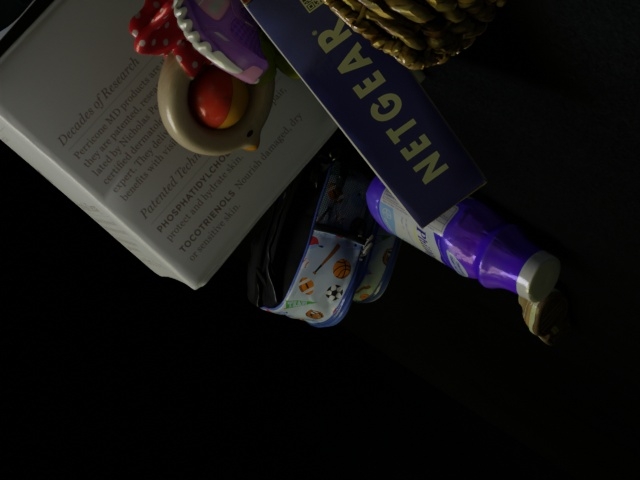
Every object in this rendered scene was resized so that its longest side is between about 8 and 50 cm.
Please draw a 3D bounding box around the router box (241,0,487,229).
[{"bbox_3d":[-0.002,-0.209,1.251,0.335,0.082,0.301,48,-172,-45],"label":"router box"}]

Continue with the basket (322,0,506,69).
[{"bbox_3d":[0.041,-0.298,0.928,0.299,0.223,0.213,37,-156,9],"label":"basket"}]

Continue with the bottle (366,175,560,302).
[{"bbox_3d":[0.189,-0.009,1.756,0.282,0.092,0.118,32,168,36],"label":"bottle"}]

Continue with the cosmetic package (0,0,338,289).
[{"bbox_3d":[-0.246,-0.184,1.883,0.393,0.327,0.329,42,171,-13],"label":"cosmetic package"}]

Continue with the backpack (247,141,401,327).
[{"bbox_3d":[0.000,0.000,2.022,0.213,0.263,0.276,24,175,-14],"label":"backpack"}]

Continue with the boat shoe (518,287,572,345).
[{"bbox_3d":[0.313,0.098,1.900,0.072,0.068,0.190,48,175,24],"label":"boat shoe"}]

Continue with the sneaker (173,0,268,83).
[{"bbox_3d":[-0.103,-0.273,1.425,0.095,0.104,0.236,30,-151,-51],"label":"sneaker"}]

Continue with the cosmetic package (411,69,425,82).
[{"bbox_3d":[0.058,-0.203,1.489,0.115,0.041,0.060,29,167,47],"label":"cosmetic package"}]

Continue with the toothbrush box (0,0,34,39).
[{"bbox_3d":[-0.580,-0.478,2.121,0.295,0.216,0.126,43,171,-18],"label":"toothbrush box"}]

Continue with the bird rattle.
[{"bbox_3d":[-0.123,-0.205,1.605,0.143,0.207,0.253,17,-168,39],"label":"bird rattle"}]

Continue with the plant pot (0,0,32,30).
[{"bbox_3d":[-0.488,-0.446,1.889,0.252,0.247,0.248,17,158,44],"label":"plant pot"}]
